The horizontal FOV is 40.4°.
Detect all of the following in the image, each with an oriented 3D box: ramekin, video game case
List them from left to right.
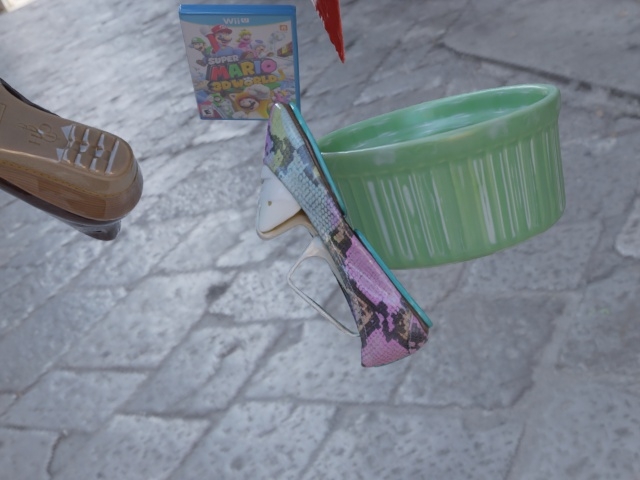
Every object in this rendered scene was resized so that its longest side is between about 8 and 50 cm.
[{"bbox_3d":[-0.083,-0.189,0.947,0.119,0.166,0.015,1,57,2],"label":"video game case"},{"bbox_3d":[0.146,-0.077,1.043,0.303,0.148,0.303,-14,14,4],"label":"ramekin"}]

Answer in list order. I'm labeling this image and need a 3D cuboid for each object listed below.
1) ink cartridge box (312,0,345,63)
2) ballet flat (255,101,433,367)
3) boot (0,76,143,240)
[{"bbox_3d":[-0.089,-0.369,0.722,0.091,0.385,0.308,-19,47,-3],"label":"ink cartridge box"},{"bbox_3d":[0.000,0.000,0.667,0.079,0.221,0.077,-31,-4,-2],"label":"ballet flat"},{"bbox_3d":[-0.267,-0.072,0.701,0.090,0.248,0.207,-69,12,-19],"label":"boot"}]
